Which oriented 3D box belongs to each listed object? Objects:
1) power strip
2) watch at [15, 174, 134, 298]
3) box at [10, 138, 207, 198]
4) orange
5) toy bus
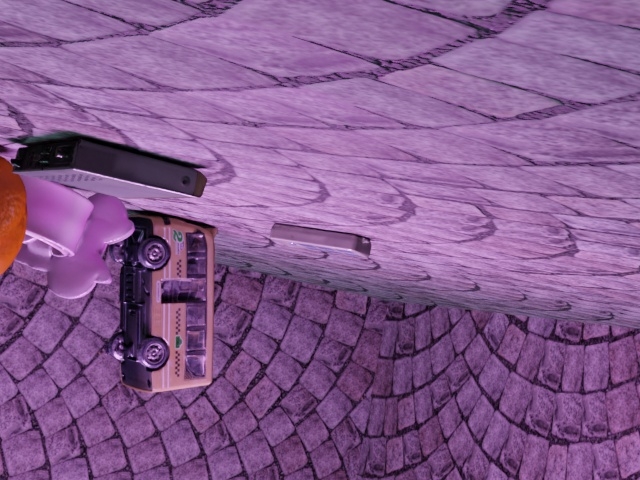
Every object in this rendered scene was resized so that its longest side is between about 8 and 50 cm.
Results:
[{"bbox_3d":[0.000,0.000,2.248,0.192,0.035,0.081,8,174,26],"label":"power strip"},{"bbox_3d":[-0.492,-0.026,2.214,0.248,0.211,0.217,18,168,13],"label":"watch"},{"bbox_3d":[-0.304,-0.097,1.717,0.211,0.045,0.270,13,175,-29],"label":"box"},{"bbox_3d":[-0.583,-0.040,1.892,0.261,0.261,0.261,11,175,1],"label":"orange"},{"bbox_3d":[-0.325,0.128,2.591,0.202,0.365,0.177,0,-177,-34],"label":"toy bus"}]
